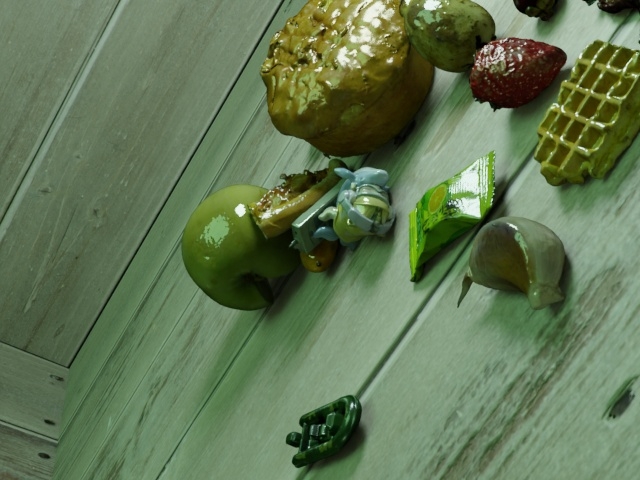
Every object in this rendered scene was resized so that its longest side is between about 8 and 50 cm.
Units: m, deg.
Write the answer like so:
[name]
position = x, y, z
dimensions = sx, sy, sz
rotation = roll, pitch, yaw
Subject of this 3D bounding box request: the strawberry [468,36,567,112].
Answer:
[strawberry]
position = 0.311, -0.277, 1.316
dimensions = 0.148, 0.131, 0.131
rotation = -43, 29, 45

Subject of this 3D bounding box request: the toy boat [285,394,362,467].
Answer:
[toy boat]
position = 0.010, 0.324, 1.395
dimensions = 0.210, 0.052, 0.104
rotation = -38, 30, 48

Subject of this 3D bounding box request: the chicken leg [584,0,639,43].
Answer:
[chicken leg]
position = 0.454, -0.353, 1.185
dimensions = 0.106, 0.051, 0.253
rotation = -57, 22, 30

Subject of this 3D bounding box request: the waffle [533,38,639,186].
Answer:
[waffle]
position = 0.376, -0.171, 1.141
dimensions = 0.211, 0.055, 0.160
rotation = -59, 23, 12

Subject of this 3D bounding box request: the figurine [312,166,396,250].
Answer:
[figurine]
position = 0.074, -0.059, 1.608
dimensions = 0.208, 0.128, 0.184
rotation = -59, 23, 32

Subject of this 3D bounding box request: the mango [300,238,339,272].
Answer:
[mango]
position = 0.000, 0.000, 1.768
dimensions = 0.098, 0.075, 0.190
rotation = -43, 22, 27

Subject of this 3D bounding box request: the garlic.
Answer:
[garlic]
position = 0.257, 0.033, 1.138
dimensions = 0.198, 0.090, 0.129
rotation = -5, 73, 60

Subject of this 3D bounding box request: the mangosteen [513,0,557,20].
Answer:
[mangosteen]
position = 0.374, -0.422, 1.411
dimensions = 0.081, 0.081, 0.081
rotation = -48, 26, 33

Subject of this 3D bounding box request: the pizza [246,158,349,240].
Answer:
[pizza]
position = -0.047, -0.099, 1.778
dimensions = 0.182, 0.074, 0.365
rotation = 8, 29, 35

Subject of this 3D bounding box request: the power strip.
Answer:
[power strip]
position = 0.013, -0.052, 1.692
dimensions = 0.029, 0.080, 0.227
rotation = 26, 56, 35

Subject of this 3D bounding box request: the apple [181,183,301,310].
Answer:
[apple]
position = -0.177, 0.020, 1.902
dimensions = 0.292, 0.292, 0.254
rotation = -53, 28, 22

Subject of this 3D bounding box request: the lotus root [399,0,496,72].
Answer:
[lotus root]
position = 0.235, -0.403, 1.559
dimensions = 0.138, 0.214, 0.138
rotation = -47, -24, -28

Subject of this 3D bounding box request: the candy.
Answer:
[candy]
position = 0.209, -0.047, 1.357
dimensions = 0.246, 0.069, 0.149
rotation = -41, 33, 45

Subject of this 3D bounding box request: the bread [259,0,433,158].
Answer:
[bread]
position = 0.055, -0.378, 1.758
dimensions = 0.398, 0.215, 0.398
rotation = -22, 51, 29
